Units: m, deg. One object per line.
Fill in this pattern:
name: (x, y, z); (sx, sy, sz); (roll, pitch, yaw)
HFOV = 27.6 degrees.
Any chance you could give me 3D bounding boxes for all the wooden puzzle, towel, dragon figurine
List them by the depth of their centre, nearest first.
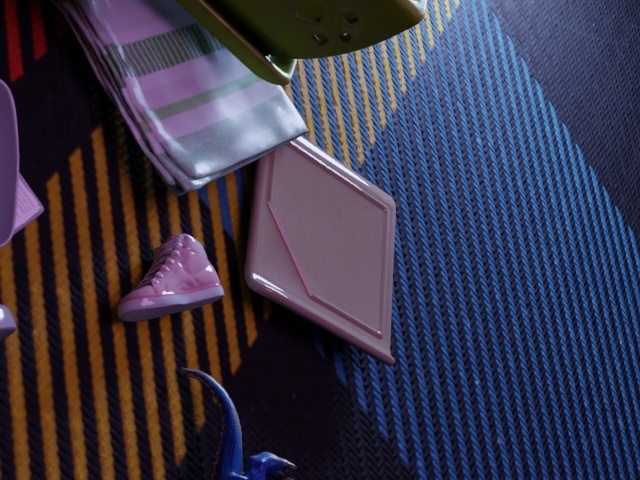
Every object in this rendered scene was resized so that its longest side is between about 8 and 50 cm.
dragon figurine: (-0.086, 0.250, 1.133); (0.144, 0.085, 0.289); (-12, 83, -54)
towel: (-0.154, -0.217, 1.295); (0.325, 0.038, 0.248); (59, 36, -2)
wooden puzzle: (0.000, 0.000, 1.410); (0.221, 0.044, 0.239); (32, 45, -38)

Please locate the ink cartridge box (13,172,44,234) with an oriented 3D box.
ink cartridge box: (-0.349, -0.034, 0.991); (0.224, 0.056, 0.181); (-41, 107, -33)

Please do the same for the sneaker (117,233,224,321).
sneaker: (-0.146, 0.033, 1.198); (0.134, 0.051, 0.070); (-11, 80, -57)

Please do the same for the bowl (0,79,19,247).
bowl: (-0.300, -0.060, 0.967); (0.142, 0.053, 0.142); (4, 81, -37)

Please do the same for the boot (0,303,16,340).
boot: (-0.337, 0.040, 0.900); (0.258, 0.095, 0.123); (-11, 73, -50)

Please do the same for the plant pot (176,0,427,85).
plant pot: (-0.033, -0.308, 1.302); (0.227, 0.207, 0.228); (41, 40, -28)
